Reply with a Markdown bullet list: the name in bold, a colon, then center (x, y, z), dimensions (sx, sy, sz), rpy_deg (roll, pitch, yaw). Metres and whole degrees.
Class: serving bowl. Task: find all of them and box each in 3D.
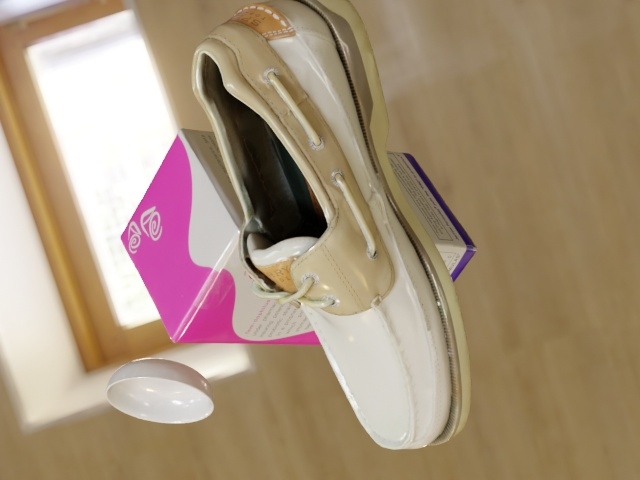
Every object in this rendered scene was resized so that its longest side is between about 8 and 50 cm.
- **serving bowl**: center (-0.121, 0.110, 1.263), dimensions (0.083, 0.027, 0.083), rpy_deg (5, 151, 3)

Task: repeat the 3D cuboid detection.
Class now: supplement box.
- **supplement box**: center (-0.016, 0.002, 1.212), dimensions (0.220, 0.114, 0.111), rpy_deg (3, 132, -40)

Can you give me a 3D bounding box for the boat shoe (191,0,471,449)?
- **boat shoe**: center (0.000, 0.000, 1.029), dimensions (0.103, 0.302, 0.113), rpy_deg (-26, -170, -38)
